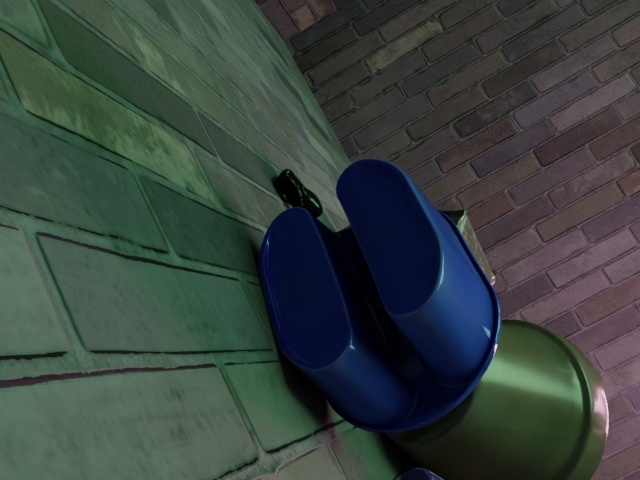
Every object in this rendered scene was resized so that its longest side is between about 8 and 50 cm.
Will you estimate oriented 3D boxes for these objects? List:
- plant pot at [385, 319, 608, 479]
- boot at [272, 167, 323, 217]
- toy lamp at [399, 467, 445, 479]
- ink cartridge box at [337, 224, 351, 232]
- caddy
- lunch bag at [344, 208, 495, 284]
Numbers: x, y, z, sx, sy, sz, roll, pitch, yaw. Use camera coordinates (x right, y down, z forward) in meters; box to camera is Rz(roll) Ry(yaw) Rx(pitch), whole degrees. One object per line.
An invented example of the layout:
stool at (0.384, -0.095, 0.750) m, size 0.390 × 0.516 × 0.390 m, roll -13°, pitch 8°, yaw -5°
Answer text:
plant pot at (0.234, 0.249, 1.181) m, size 0.280 × 0.323 × 0.323 m, roll 30°, pitch 28°, yaw -43°
boot at (-0.041, -0.082, 1.420) m, size 0.121 × 0.045 × 0.099 m, roll 51°, pitch 8°, yaw -11°
toy lamp at (0.178, 0.394, 1.008) m, size 0.275 × 0.080 × 0.080 m, roll 56°, pitch 9°, yaw -31°
ink cartridge box at (0.083, -0.013, 1.762) m, size 0.052 × 0.088 × 0.122 m, roll 59°, pitch 8°, yaw -4°
caddy at (0.072, 0.065, 0.931) m, size 0.179 × 0.241 × 0.341 m, roll 47°, pitch 15°, yaw -39°
lunch bag at (0.196, 0.058, 1.634) m, size 0.235 × 0.286 × 0.169 m, roll 56°, pitch 46°, yaw -39°
